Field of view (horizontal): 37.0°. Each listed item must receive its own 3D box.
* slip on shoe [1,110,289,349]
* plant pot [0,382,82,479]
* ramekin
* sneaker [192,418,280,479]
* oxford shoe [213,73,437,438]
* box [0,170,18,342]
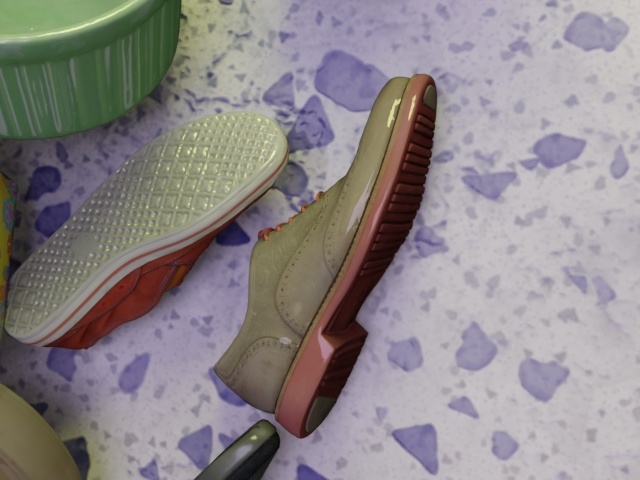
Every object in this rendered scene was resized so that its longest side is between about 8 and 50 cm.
[{"bbox_3d":[-0.161,-0.005,0.924,0.331,0.101,0.123,-38,56,13],"label":"slip on shoe"},{"bbox_3d":[-0.405,0.299,0.831,0.323,0.280,0.323,5,120,8],"label":"plant pot"},{"bbox_3d":[-0.266,-0.235,0.867,0.304,0.148,0.303,3,56,-4],"label":"ramekin"},{"bbox_3d":[-0.080,0.277,0.901,0.130,0.087,0.227,37,106,9],"label":"sneaker"},{"bbox_3d":[0.000,0.000,0.871,0.130,0.123,0.348,25,94,19],"label":"oxford shoe"},{"bbox_3d":[-0.456,-0.019,0.817,0.279,0.290,0.177,-3,71,7],"label":"box"}]
